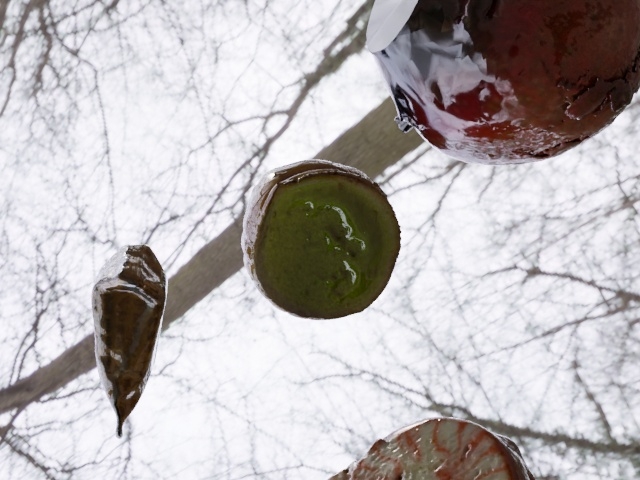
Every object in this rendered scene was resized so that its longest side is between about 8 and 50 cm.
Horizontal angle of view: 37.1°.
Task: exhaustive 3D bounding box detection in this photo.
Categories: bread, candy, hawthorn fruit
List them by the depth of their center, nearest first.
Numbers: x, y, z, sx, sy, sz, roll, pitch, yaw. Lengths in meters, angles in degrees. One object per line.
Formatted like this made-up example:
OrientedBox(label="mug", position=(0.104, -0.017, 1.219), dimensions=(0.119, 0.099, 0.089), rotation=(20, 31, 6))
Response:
OrientedBox(label="hawthorn fruit", position=(0.204, -0.230, 1.055), dimensions=(0.316, 0.316, 0.316), rotation=(16, -123, -26))
OrientedBox(label="bread", position=(0.131, 0.384, 1.225), dimensions=(0.114, 0.327, 0.295), rotation=(51, -169, -35))
OrientedBox(label="bread", position=(0.000, 0.000, 1.333), dimensions=(0.236, 0.236, 0.070), rotation=(28, -169, -19))
OrientedBox(label="candy", position=(-0.276, 0.139, 1.363), dimensions=(0.101, 0.271, 0.143), rotation=(6, -155, -7))
